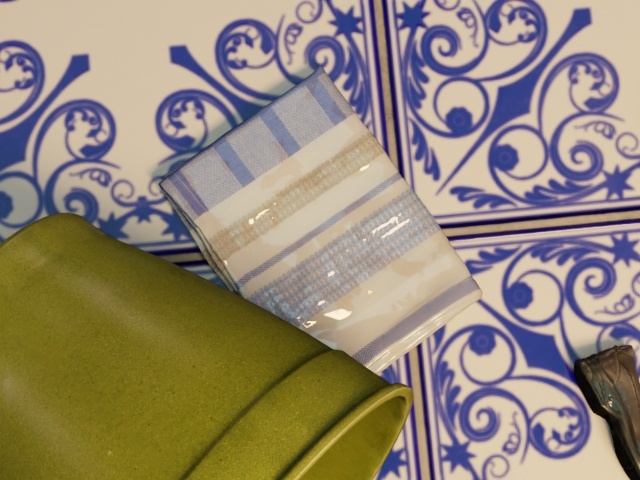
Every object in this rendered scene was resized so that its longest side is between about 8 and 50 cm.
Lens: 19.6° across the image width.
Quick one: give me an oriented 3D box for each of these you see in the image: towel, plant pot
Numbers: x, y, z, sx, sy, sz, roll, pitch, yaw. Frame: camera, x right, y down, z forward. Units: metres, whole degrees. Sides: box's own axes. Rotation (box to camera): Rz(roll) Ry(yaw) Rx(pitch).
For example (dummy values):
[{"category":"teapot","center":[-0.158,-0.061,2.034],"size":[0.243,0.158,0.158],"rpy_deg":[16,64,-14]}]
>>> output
[{"category":"towel","center":[0.000,0.000,1.805],"size":[0.209,0.034,0.285],"rpy_deg":[-34,86,-4]},{"category":"plant pot","center":[-0.169,0.169,1.653],"size":[0.353,0.366,0.366],"rpy_deg":[38,85,14]}]

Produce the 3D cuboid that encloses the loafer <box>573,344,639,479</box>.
[{"category":"loafer","center":[0.308,0.180,1.781],"size":[0.061,0.062,0.170],"rpy_deg":[-26,87,-8]}]
